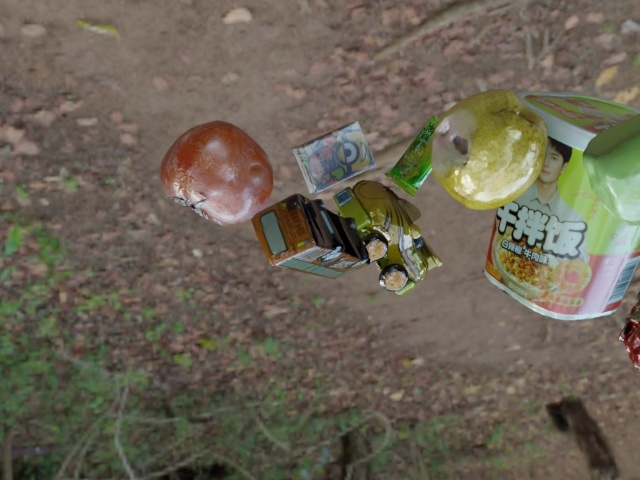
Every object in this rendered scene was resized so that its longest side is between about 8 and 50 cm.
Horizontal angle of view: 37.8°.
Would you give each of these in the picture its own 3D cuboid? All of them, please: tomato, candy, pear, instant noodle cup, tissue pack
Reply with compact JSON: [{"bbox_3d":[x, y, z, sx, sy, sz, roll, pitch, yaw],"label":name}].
[{"bbox_3d":[-0.198,-0.136,1.843,0.232,0.188,0.232,28,174,3],"label":"tomato"},{"bbox_3d":[0.226,-0.188,2.049,0.032,0.102,0.178,32,98,-44],"label":"candy"},{"bbox_3d":[0.246,-0.134,1.355,0.178,0.178,0.178,-9,156,-4],"label":"pear"},{"bbox_3d":[0.488,-0.142,1.133,0.344,0.132,0.142,-28,134,14],"label":"candy"},{"bbox_3d":[0.411,-0.053,1.495,0.294,0.294,0.307,1,115,-26],"label":"instant noodle cup"},{"bbox_3d":[0.028,-0.175,1.967,0.148,0.108,0.060,-26,-169,-11],"label":"tissue pack"}]

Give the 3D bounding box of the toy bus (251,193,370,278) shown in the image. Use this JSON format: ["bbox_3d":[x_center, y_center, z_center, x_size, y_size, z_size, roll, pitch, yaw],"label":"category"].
[{"bbox_3d":[0.000,0.000,1.446,0.092,0.093,0.409,-25,169,10],"label":"toy bus"}]

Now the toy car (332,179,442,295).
[{"bbox_3d":[0.137,-0.016,1.831,0.142,0.200,0.248,-33,122,5],"label":"toy car"}]

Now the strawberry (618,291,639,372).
[{"bbox_3d":[0.761,0.216,1.780,0.317,0.345,0.295,-41,-159,-19],"label":"strawberry"}]
